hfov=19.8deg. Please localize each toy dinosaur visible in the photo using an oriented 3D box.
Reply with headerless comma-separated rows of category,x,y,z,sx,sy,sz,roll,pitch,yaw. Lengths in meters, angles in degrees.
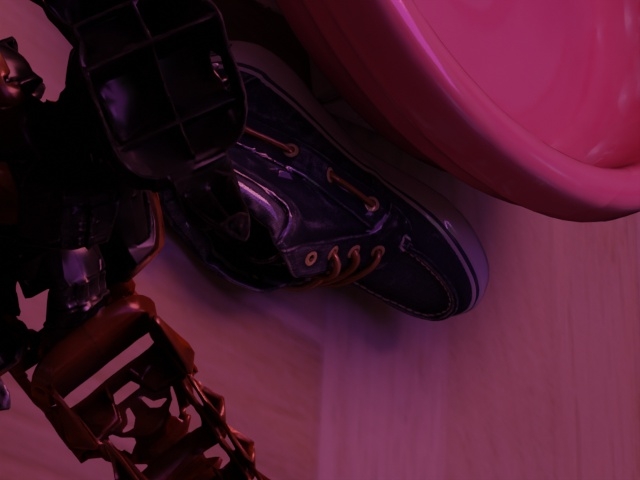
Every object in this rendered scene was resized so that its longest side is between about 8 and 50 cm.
toy dinosaur,-0.096,-0.021,0.548,0.322,0.218,0.164,30,78,-3

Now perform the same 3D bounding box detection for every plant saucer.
plant saucer,0.070,-0.160,0.857,0.332,0.084,0.332,27,53,-41

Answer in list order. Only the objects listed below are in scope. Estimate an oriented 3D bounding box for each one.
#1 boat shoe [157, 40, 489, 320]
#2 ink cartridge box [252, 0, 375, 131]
boat shoe,0.000,0.000,0.804,0.183,0.065,0.083,40,46,-28
ink cartridge box,0.009,-0.195,0.917,0.239,0.060,0.275,18,59,-43
